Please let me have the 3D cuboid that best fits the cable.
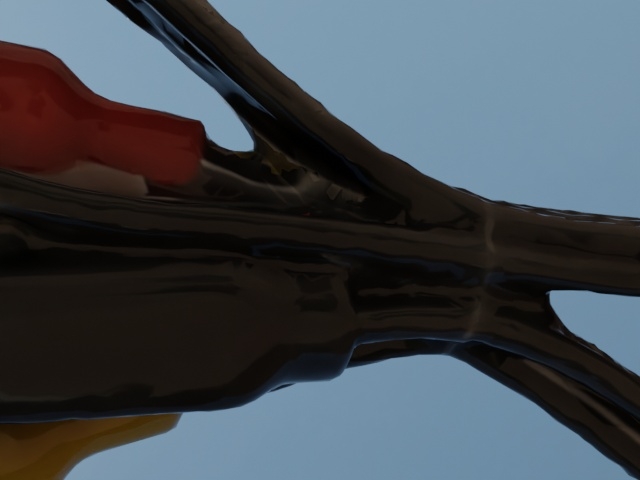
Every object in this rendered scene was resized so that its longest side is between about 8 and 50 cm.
[{"bbox_3d":[0.000,0.000,0.391,0.287,0.139,0.072,1,-172,-18],"label":"cable"}]
